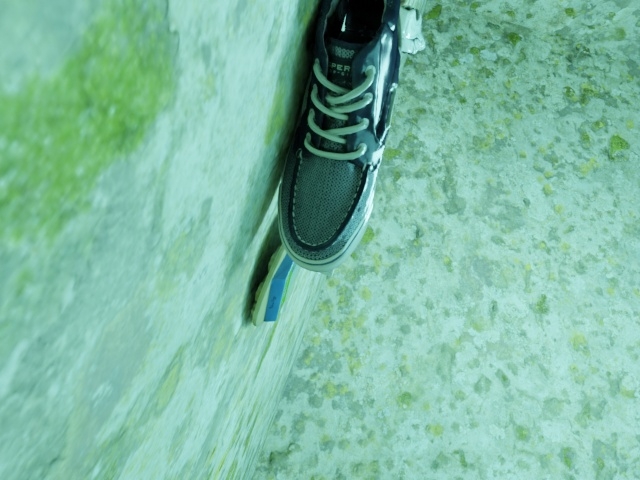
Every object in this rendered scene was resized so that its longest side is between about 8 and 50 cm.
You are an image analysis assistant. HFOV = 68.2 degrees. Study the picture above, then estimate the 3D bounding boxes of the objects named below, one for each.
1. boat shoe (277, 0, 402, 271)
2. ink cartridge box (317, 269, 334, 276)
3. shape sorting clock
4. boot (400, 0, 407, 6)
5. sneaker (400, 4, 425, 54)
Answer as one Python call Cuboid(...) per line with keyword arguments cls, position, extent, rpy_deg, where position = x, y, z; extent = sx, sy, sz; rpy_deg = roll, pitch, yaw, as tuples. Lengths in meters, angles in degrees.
Cuboid(cls="boat shoe", position=(0.016, -0.140, 0.543), extent=(0.158, 0.127, 0.341), rpy_deg=(58, 43, -75))
Cuboid(cls="ink cartridge box", position=(0.000, 0.000, 0.924), extent=(0.143, 0.089, 0.092), rpy_deg=(101, 10, -62))
Cuboid(cls="shape sorting clock", position=(-0.057, 0.038, 0.735), extent=(0.206, 0.040, 0.207), rpy_deg=(22, 90, -88))
Cuboid(cls="boot", position=(0.090, -0.430, 0.547), extent=(0.248, 0.090, 0.207), rpy_deg=(39, 56, -80))
Cuboid(cls="sneaker", position=(0.252, -0.607, 1.352), extent=(0.292, 0.109, 0.119), rpy_deg=(-62, 161, -61))
